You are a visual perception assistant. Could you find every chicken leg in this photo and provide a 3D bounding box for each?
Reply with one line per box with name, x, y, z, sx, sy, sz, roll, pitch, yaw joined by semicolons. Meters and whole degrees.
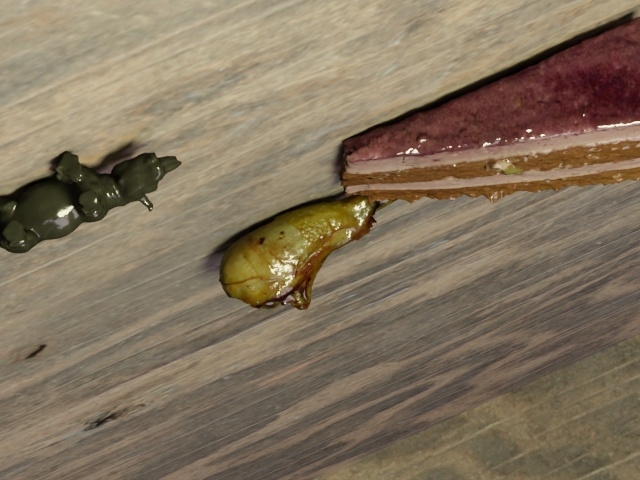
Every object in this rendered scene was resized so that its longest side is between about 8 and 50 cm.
chicken leg;0.000;0.000;1.416;0.178;0.070;0.093;-36;140;-3

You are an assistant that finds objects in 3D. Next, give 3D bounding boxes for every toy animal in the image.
toy animal;-0.155;-0.029;1.117;0.136;0.047;0.065;-25;170;-5

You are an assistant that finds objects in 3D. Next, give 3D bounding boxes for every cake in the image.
cake;0.156;-0.093;1.337;0.295;0.112;0.116;-13;159;3
